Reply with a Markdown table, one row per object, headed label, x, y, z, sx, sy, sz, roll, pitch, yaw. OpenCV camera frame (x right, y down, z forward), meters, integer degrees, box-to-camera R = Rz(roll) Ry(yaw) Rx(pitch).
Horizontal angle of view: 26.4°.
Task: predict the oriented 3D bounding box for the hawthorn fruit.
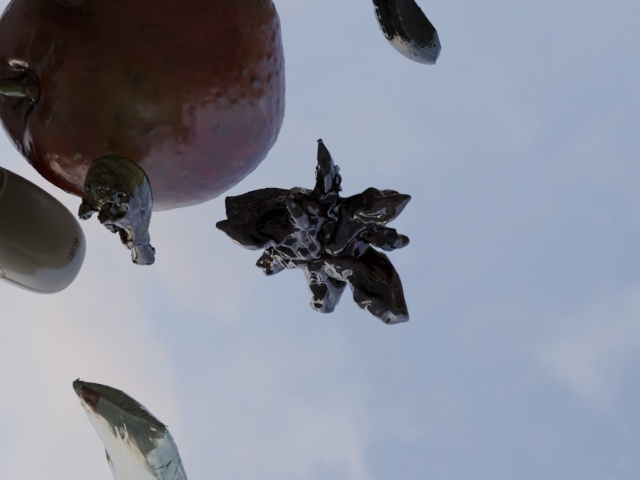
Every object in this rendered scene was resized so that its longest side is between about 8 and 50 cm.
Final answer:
| label | x | y | z | sx | sy | sz | roll | pitch | yaw |
| --- | --- | --- | --- | --- | --- | --- | --- | --- | --- |
| hawthorn fruit | -0.264 | -0.220 | 1.801 | 0.403 | 0.403 | 0.403 | -19 | -135 | 20 |

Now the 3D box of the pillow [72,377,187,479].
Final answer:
| label | x | y | z | sx | sy | sz | roll | pitch | yaw |
| --- | --- | --- | --- | --- | --- | --- | --- | --- | --- |
| pillow | -0.192 | 0.235 | 1.468 | 0.128 | 0.229 | 0.051 | 24 | -123 | 27 |

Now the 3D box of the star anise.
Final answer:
| label | x | y | z | sx | sy | sz | roll | pitch | yaw |
| --- | --- | --- | --- | --- | --- | --- | --- | --- | --- |
| star anise | -0.004 | -0.002 | 1.485 | 0.283 | 0.212 | 0.129 | -10 | -135 | 56 |

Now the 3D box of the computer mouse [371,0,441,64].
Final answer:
| label | x | y | z | sx | sy | sz | roll | pitch | yaw |
| --- | --- | --- | --- | --- | --- | --- | --- | --- | --- |
| computer mouse | 0.093 | -0.260 | 1.618 | 0.047 | 0.135 | 0.079 | -37 | -165 | -11 |

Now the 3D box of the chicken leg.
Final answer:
| label | x | y | z | sx | sy | sz | roll | pitch | yaw |
| --- | --- | --- | --- | --- | --- | --- | --- | --- | --- |
| chicken leg | -0.235 | -0.027 | 1.613 | 0.093 | 0.178 | 0.070 | -32 | -124 | -13 |

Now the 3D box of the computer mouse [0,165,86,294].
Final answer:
| label | x | y | z | sx | sy | sz | roll | pitch | yaw |
| --- | --- | --- | --- | --- | --- | --- | --- | --- | --- |
| computer mouse | -0.422 | -0.022 | 1.824 | 0.082 | 0.236 | 0.145 | -43 | -159 | 45 |
